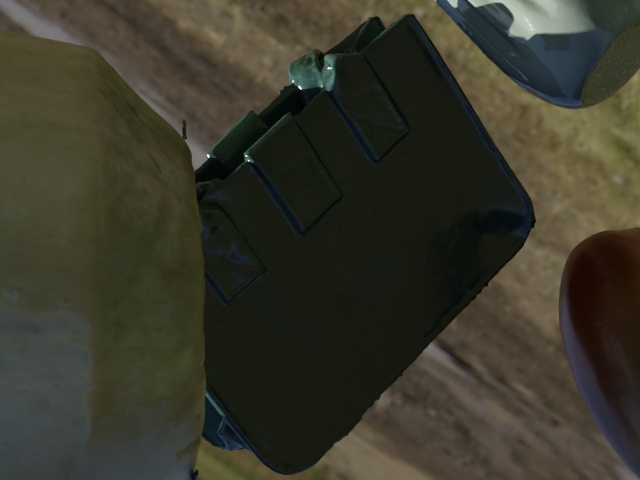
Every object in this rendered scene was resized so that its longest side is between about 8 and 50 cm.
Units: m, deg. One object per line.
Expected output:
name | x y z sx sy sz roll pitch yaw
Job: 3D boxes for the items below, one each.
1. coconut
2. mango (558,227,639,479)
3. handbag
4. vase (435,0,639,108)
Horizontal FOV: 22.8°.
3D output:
coconut | -0.210 0.035 0.770 0.323 0.323 0.323 33 170 7
mango | 0.276 0.113 1.240 0.146 0.129 0.289 18 -144 -34
handbag | 0.000 0.001 1.246 0.089 0.326 0.238 12 140 56
vase | 0.149 -0.213 1.269 0.248 0.128 0.128 43 174 25
